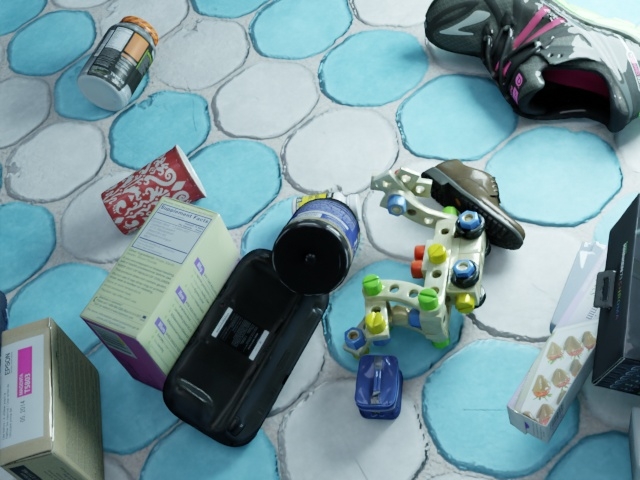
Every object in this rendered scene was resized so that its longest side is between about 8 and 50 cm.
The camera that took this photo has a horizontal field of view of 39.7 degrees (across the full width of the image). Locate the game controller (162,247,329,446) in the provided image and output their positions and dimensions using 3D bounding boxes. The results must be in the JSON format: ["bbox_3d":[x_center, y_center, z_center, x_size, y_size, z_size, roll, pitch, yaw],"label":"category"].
[{"bbox_3d":[-0.114,0.164,1.421,0.166,0.067,0.319,29,64,3],"label":"game controller"}]

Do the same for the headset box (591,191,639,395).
[{"bbox_3d":[0.511,0.092,1.180,0.283,0.131,0.246,12,66,3],"label":"headset box"}]

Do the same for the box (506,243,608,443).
[{"bbox_3d":[0.374,0.137,1.270,0.063,0.067,0.324,26,67,29],"label":"box"}]

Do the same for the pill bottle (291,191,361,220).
[{"bbox_3d":[0.011,-0.051,1.568,0.116,0.065,0.065,-7,54,10],"label":"pill bottle"}]

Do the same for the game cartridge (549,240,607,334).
[{"bbox_3d":[0.506,0.119,1.318,0.297,0.062,0.198,16,66,25],"label":"game cartridge"}]

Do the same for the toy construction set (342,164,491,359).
[{"bbox_3d":[0.155,0.035,1.425,0.215,0.151,0.327,-3,62,20],"label":"toy construction set"}]

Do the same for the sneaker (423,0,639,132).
[{"bbox_3d":[0.378,-0.337,1.597,0.483,0.185,0.202,27,62,31],"label":"sneaker"}]

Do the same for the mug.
[{"bbox_3d":[-0.313,-0.089,1.679,0.169,0.150,0.113,-30,89,-1],"label":"mug"}]

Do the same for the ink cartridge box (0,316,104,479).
[{"bbox_3d":[-0.414,0.269,1.378,0.088,0.193,0.234,-16,52,4],"label":"ink cartridge box"}]

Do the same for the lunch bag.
[{"bbox_3d":[0.087,0.224,1.350,0.067,0.065,0.098,-3,54,14],"label":"lunch bag"}]

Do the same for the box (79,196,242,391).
[{"bbox_3d":[-0.238,0.094,1.439,0.117,0.213,0.243,18,62,25],"label":"box"}]

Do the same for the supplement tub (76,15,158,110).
[{"bbox_3d":[-0.427,-0.380,1.892,0.117,0.117,0.190,10,58,22],"label":"supplement tub"}]

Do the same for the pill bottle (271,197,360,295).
[{"bbox_3d":[0.000,0.000,1.434,0.123,0.123,0.219,-6,15,11],"label":"pill bottle"}]

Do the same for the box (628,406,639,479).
[{"bbox_3d":[0.467,0.280,1.182,0.102,0.101,0.087,-1,56,15],"label":"box"}]

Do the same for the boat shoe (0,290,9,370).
[{"bbox_3d":[-0.595,0.209,1.542,0.109,0.089,0.258,-7,58,27],"label":"boat shoe"}]

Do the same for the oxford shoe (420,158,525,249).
[{"bbox_3d":[0.275,-0.072,1.500,0.096,0.083,0.227,-32,55,-14],"label":"oxford shoe"}]
